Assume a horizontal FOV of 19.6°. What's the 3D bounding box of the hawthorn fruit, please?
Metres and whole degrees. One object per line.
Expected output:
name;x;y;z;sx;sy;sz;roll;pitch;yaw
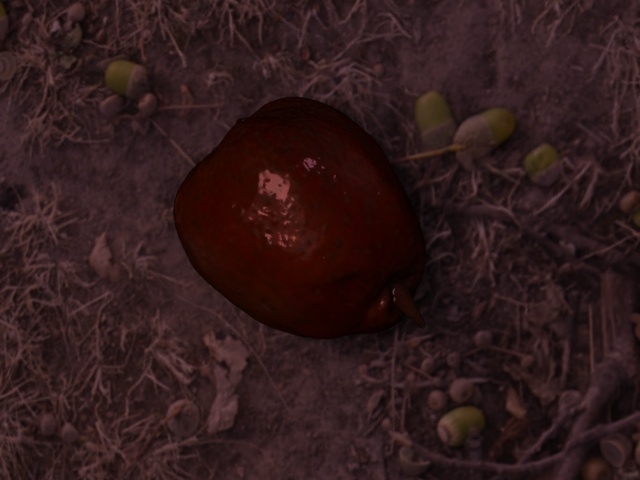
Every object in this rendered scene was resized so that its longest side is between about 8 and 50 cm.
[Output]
hawthorn fruit;0.000;0.000;1.699;0.262;0.210;0.210;44;102;13
